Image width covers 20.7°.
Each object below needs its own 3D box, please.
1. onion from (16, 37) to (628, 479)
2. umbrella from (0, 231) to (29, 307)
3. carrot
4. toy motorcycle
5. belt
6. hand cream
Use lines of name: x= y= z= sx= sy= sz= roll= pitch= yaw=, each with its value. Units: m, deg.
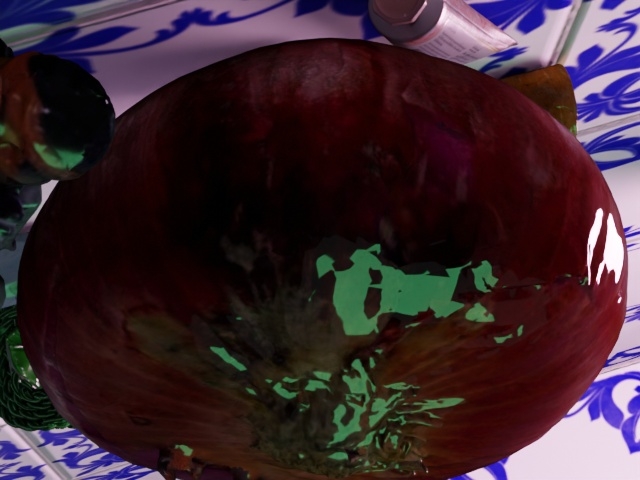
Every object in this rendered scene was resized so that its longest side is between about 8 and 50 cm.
onion: x=0.000 y=0.000 z=1.023 sx=0.348 sy=0.285 sz=0.347 roll=-1 pitch=141 yaw=0
umbrella: x=-0.280 y=0.036 z=1.211 sx=0.250 sy=0.052 sz=0.053 roll=-14 pitch=174 yaw=-17
carrot: x=0.073 y=-0.076 z=1.214 sx=0.210 sy=0.061 sz=0.061 roll=-10 pitch=165 yaw=-12
toy motorcycle: x=-0.209 y=-0.030 z=0.885 sx=0.207 sy=0.134 sz=0.401 roll=-7 pitch=164 yaw=-9
belt: x=-0.188 y=0.082 z=1.355 sx=0.151 sy=0.121 sz=0.079 roll=-32 pitch=158 yaw=33
hand cream: x=0.071 y=-0.126 z=1.049 sx=0.067 sy=0.043 sz=0.210 roll=-19 pitch=171 yaw=13
